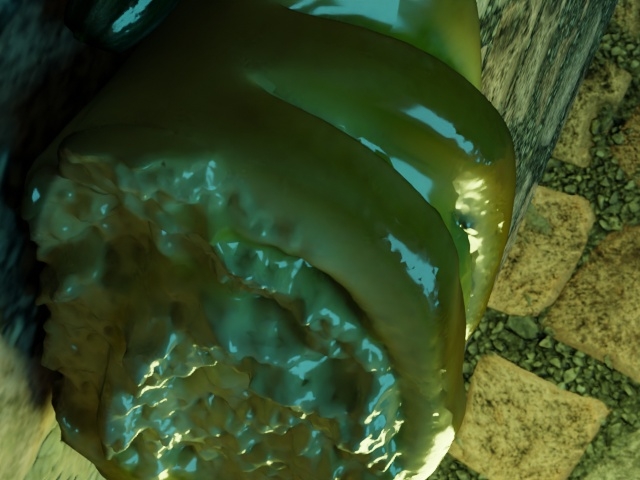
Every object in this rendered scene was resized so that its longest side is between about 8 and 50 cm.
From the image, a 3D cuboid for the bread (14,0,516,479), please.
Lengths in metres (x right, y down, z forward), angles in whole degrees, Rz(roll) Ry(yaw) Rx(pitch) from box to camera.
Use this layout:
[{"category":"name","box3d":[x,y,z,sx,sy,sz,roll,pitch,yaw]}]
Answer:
[{"category":"bread","box3d":[0.000,0.000,0.692,0.270,0.211,0.315,-57,165,-39]}]

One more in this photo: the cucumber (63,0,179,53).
[{"category":"cucumber","box3d":[-0.072,-0.121,0.563,0.105,0.048,0.048,-62,165,-18]}]
